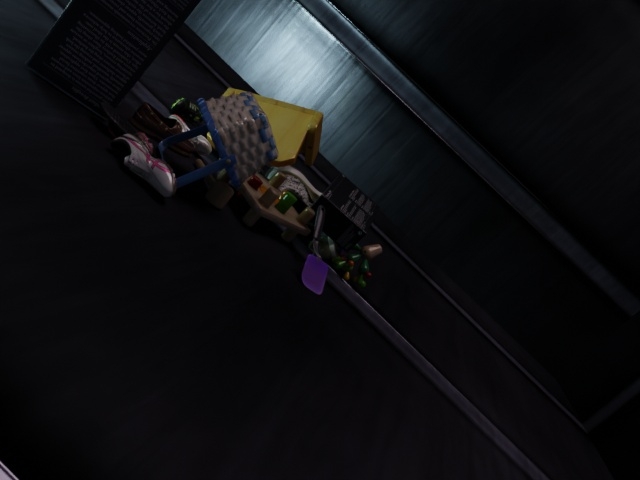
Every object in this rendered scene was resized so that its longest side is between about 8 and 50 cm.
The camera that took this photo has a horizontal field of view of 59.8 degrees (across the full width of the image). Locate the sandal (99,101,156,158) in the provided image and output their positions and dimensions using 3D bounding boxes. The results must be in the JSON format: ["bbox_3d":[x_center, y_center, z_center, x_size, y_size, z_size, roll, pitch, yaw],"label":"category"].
[{"bbox_3d":[-0.468,-0.250,1.331,0.179,0.040,0.067,52,13,-32],"label":"sandal"}]

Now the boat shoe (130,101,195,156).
[{"bbox_3d":[-0.421,-0.306,1.542,0.207,0.073,0.073,30,16,-49],"label":"boat shoe"}]

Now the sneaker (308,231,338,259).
[{"bbox_3d":[0.000,0.000,1.789,0.192,0.086,0.064,-103,173,-57],"label":"sneaker"}]

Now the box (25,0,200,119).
[{"bbox_3d":[-0.493,-0.546,1.364,0.212,0.395,0.293,36,16,-31],"label":"box"}]

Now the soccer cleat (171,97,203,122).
[{"bbox_3d":[-0.446,-0.437,1.888,0.072,0.060,0.179,46,11,3],"label":"soccer cleat"}]

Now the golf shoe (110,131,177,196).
[{"bbox_3d":[-0.392,-0.162,1.237,0.186,0.067,0.086,48,41,17],"label":"golf shoe"}]

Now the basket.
[{"bbox_3d":[-0.263,-0.238,1.390,0.255,0.288,0.201,-115,-171,-51],"label":"basket"}]

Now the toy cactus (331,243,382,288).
[{"bbox_3d":[0.122,0.046,1.852,0.219,0.180,0.112,57,-26,30],"label":"toy cactus"}]

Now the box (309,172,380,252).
[{"bbox_3d":[0.076,-0.097,1.807,0.184,0.103,0.261,44,26,-4],"label":"box"}]

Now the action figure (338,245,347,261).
[{"bbox_3d":[0.064,0.014,1.790,0.038,0.030,0.115,61,9,-48],"label":"action figure"}]

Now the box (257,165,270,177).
[{"bbox_3d":[-0.209,-0.253,2.073,0.094,0.027,0.137,37,15,-31],"label":"box"}]

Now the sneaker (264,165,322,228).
[{"bbox_3d":[-0.026,-0.090,1.931,0.410,0.158,0.182,32,27,-17],"label":"sneaker"}]

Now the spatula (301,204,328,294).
[{"bbox_3d":[-0.010,0.012,1.584,0.084,0.030,0.297,34,42,-32],"label":"spatula"}]

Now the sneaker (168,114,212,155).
[{"bbox_3d":[-0.399,-0.301,1.650,0.161,0.057,0.075,42,30,-13],"label":"sneaker"}]

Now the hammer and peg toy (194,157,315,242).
[{"bbox_3d":[-0.192,-0.150,1.603,0.361,0.127,0.266,25,23,-53],"label":"hammer and peg toy"}]

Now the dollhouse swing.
[{"bbox_3d":[-0.199,-0.323,1.928,0.346,0.305,0.315,16,-28,3],"label":"dollhouse swing"}]
